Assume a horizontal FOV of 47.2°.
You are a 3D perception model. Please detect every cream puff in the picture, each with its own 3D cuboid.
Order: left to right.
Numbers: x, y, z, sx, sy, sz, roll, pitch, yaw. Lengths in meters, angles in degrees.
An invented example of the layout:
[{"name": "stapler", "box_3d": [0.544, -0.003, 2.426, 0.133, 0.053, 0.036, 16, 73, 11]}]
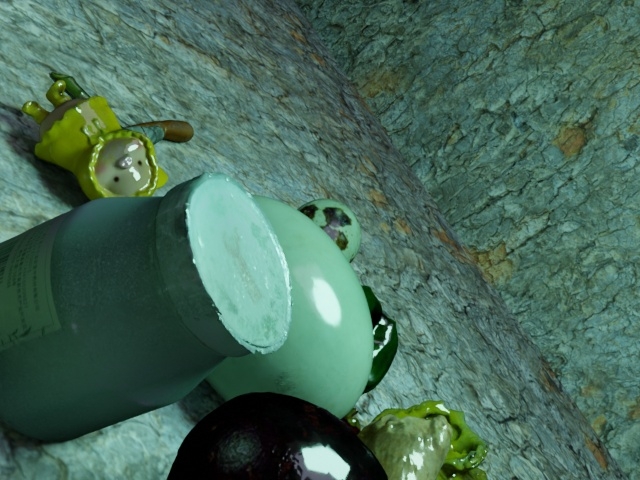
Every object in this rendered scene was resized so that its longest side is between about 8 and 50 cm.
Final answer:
[{"name": "cream puff", "box_3d": [0.207, 0.399, 1.310, 0.282, 0.185, 0.282, 43, 23, -23]}]

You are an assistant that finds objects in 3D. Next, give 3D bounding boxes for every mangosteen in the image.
[{"name": "mangosteen", "box_3d": [-0.069, 0.315, 0.815, 0.233, 0.287, 0.287, 49, 18, 28]}, {"name": "mangosteen", "box_3d": [0.032, 0.325, 1.221, 0.081, 0.081, 0.081, 42, 21, -21]}]

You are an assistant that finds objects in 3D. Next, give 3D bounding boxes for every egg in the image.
[{"name": "egg", "box_3d": [-0.075, 0.102, 1.106, 0.389, 0.276, 0.276, 57, 21, 19]}, {"name": "egg", "box_3d": [0.000, 0.000, 1.609, 0.169, 0.169, 0.231, 47, 32, -7]}]

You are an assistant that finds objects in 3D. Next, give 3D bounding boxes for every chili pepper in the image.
[{"name": "chili pepper", "box_3d": [0.020, 0.202, 1.312, 0.165, 0.261, 0.174, 10, -39, 52]}]

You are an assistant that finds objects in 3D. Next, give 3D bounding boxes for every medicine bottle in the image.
[{"name": "medicine bottle", "box_3d": [-0.200, 0.068, 0.805, 0.245, 0.290, 0.245, 52, 27, -41]}]

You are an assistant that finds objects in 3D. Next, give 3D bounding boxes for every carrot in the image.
[{"name": "carrot", "box_3d": [-0.332, -0.226, 1.501, 0.048, 0.048, 0.216, 54, 25, 12]}]

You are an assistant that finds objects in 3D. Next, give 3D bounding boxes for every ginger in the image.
[{"name": "ginger", "box_3d": [0.117, 0.381, 1.098, 0.221, 0.276, 0.130, 10, -36, 50]}]

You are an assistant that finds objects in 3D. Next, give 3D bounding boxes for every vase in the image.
[{"name": "vase", "box_3d": [-0.344, -0.174, 1.322, 0.060, 0.060, 0.211, 49, 26, -2]}]

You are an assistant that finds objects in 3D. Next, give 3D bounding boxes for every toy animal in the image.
[{"name": "toy animal", "box_3d": [-0.357, -0.141, 1.149, 0.230, 0.156, 0.156, 50, 20, -6]}]

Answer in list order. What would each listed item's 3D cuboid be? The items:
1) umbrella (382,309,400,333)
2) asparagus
[{"name": "umbrella", "box_3d": [0.116, 0.164, 1.742, 0.188, 0.046, 0.050, 46, 38, -18]}, {"name": "asparagus", "box_3d": [-0.407, -0.235, 1.374, 0.236, 0.027, 0.034, 42, 32, -18]}]
